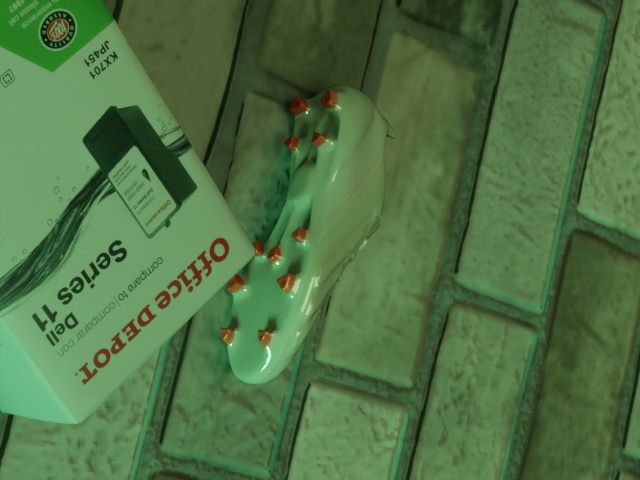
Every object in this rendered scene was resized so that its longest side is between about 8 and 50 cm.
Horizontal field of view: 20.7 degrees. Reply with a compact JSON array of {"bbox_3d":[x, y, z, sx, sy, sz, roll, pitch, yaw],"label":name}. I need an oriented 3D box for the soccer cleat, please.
[{"bbox_3d":[0.000,0.000,1.064,0.076,0.068,0.196,30,70,-38],"label":"soccer cleat"}]

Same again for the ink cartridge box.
[{"bbox_3d":[-0.151,-0.028,0.927,0.153,0.087,0.208,-45,118,-28],"label":"ink cartridge box"}]
